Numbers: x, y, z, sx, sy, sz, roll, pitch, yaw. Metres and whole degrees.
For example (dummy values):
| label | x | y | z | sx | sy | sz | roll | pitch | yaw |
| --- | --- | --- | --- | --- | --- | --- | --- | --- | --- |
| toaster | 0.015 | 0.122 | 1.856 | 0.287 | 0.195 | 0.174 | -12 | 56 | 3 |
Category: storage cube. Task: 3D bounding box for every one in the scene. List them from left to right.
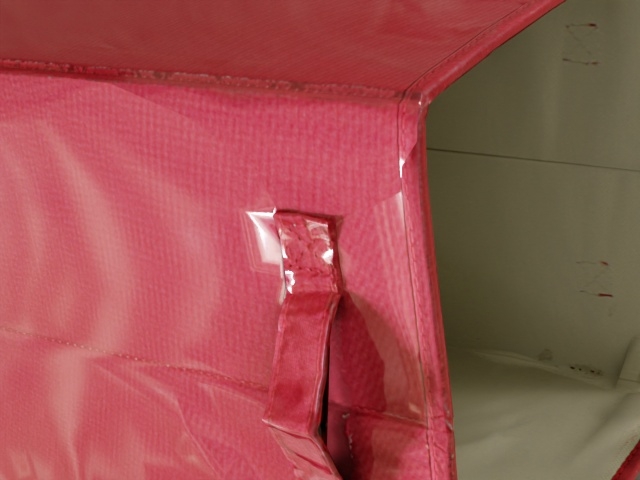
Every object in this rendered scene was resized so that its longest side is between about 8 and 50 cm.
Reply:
| label | x | y | z | sx | sy | sz | roll | pitch | yaw |
| --- | --- | --- | --- | --- | --- | --- | --- | --- | --- |
| storage cube | 0.000 | 0.000 | 0.495 | 0.193 | 0.215 | 0.184 | 9 | 118 | 32 |
